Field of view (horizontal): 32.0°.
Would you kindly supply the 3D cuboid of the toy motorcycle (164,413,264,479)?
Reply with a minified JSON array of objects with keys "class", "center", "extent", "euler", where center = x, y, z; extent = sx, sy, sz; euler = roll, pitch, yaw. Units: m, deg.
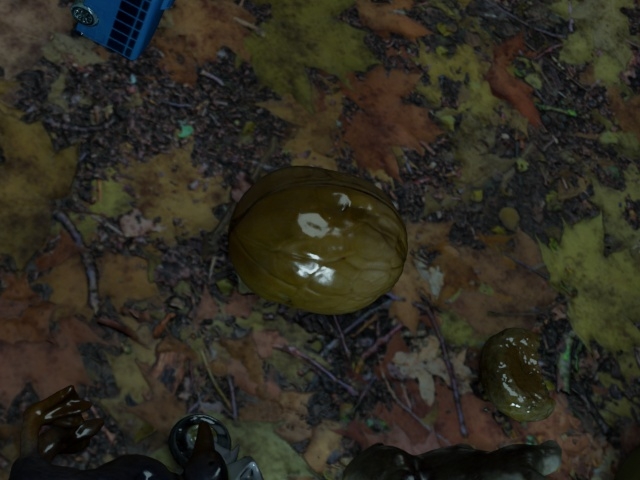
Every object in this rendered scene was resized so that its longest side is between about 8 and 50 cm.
[{"class":"toy motorcycle","center":[-0.109,0.284,1.100],"extent":[0.152,0.073,0.225],"euler":[22,51,-1]}]

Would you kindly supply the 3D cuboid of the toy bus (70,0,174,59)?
[{"class":"toy bus","center":[-0.215,-0.301,1.284],"extent":[0.106,0.185,0.090],"euler":[29,59,-8]}]

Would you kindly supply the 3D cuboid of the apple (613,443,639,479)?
[{"class":"apple","center":[0.487,0.316,1.166],"extent":[0.357,0.357,0.357],"euler":[8,63,-17]}]

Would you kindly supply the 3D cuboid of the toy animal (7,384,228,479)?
[{"class":"toy animal","center":[-0.236,0.237,1.025],"extent":[0.298,0.122,0.185],"euler":[-17,52,-19]}]

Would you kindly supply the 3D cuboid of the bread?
[{"class":"bread","center":[0.221,0.157,1.295],"extent":[0.082,0.060,0.113],"euler":[7,61,-18]}]

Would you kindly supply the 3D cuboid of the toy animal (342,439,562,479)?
[{"class":"toy animal","center":[0.144,0.263,1.157],"extent":[0.168,0.233,0.121],"euler":[26,61,-55]}]

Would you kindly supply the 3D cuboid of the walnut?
[{"class":"walnut","center":[0.000,0.000,1.233],"extent":[0.207,0.167,0.167],"euler":[10,62,-18]}]
